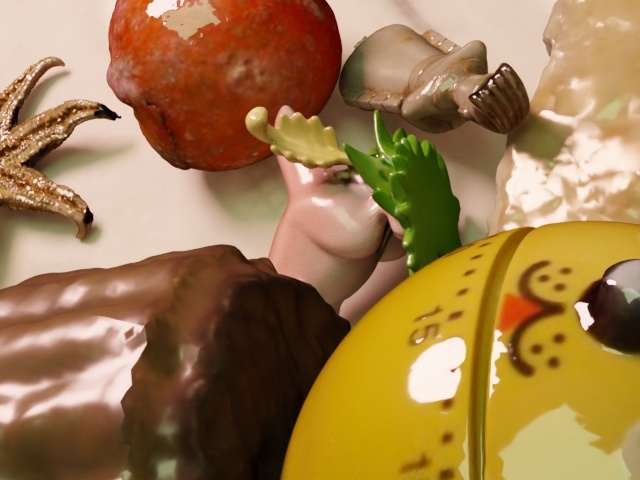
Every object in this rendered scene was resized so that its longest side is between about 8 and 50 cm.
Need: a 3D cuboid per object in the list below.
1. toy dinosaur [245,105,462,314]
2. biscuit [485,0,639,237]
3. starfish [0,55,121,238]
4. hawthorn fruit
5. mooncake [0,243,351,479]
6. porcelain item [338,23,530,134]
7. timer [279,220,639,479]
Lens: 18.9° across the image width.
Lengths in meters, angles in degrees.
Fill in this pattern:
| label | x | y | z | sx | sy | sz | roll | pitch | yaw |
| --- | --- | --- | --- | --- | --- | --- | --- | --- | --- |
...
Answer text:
| label | x | y | z | sx | sy | sz | roll | pitch | yaw |
| --- | --- | --- | --- | --- | --- | --- | --- | --- | --- |
| toy dinosaur | 0.002 | -0.002 | 1.322 | 0.177 | 0.152 | 0.194 | -10 | 95 | 20 |
| biscuit | 0.307 | -0.066 | 1.230 | 0.446 | 0.104 | 0.429 | 22 | 70 | 33 |
| starfish | -0.267 | -0.058 | 1.507 | 0.238 | 0.057 | 0.213 | -8 | 48 | 14 |
| hawthorn fruit | -0.070 | -0.140 | 1.405 | 0.173 | 0.173 | 0.173 | -11 | 55 | 17 |
| mooncake | -0.081 | 0.161 | 1.107 | 0.187 | 0.324 | 0.324 | -11 | 55 | 25 |
| porcelain item | 0.085 | -0.107 | 1.326 | 0.084 | 0.054 | 0.213 | -46 | 24 | -8 |
| timer | 0.181 | 0.145 | 0.989 | 0.387 | 0.376 | 0.376 | -11 | 55 | 25 |
